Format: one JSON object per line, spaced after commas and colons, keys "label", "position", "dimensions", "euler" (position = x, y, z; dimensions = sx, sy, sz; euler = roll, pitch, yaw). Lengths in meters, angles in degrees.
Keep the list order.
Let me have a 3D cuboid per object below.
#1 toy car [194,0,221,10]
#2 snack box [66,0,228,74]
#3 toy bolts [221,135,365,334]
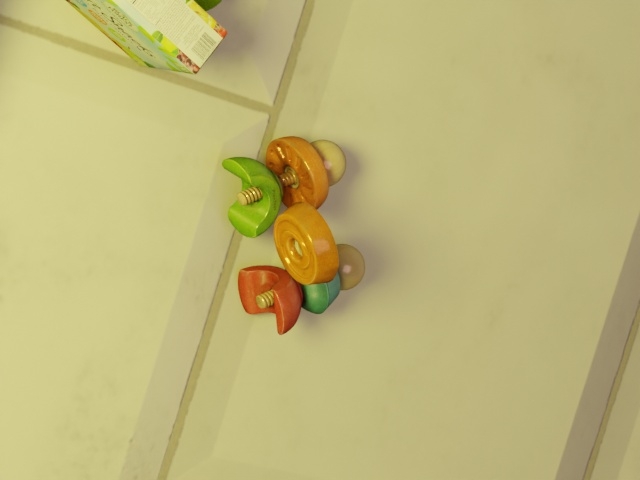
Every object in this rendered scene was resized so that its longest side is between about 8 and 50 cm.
{"label": "toy car", "position": [-0.117, -0.356, 1.772], "dimensions": [0.155, 0.188, 0.149], "euler": [45, 78, -27]}
{"label": "snack box", "position": [-0.226, -0.278, 1.737], "dimensions": [0.207, 0.174, 0.070], "euler": [40, 80, -29]}
{"label": "toy bolts", "position": [0.000, 0.000, 1.913], "dimensions": [0.158, 0.218, 0.228], "euler": [-23, 128, -29]}
